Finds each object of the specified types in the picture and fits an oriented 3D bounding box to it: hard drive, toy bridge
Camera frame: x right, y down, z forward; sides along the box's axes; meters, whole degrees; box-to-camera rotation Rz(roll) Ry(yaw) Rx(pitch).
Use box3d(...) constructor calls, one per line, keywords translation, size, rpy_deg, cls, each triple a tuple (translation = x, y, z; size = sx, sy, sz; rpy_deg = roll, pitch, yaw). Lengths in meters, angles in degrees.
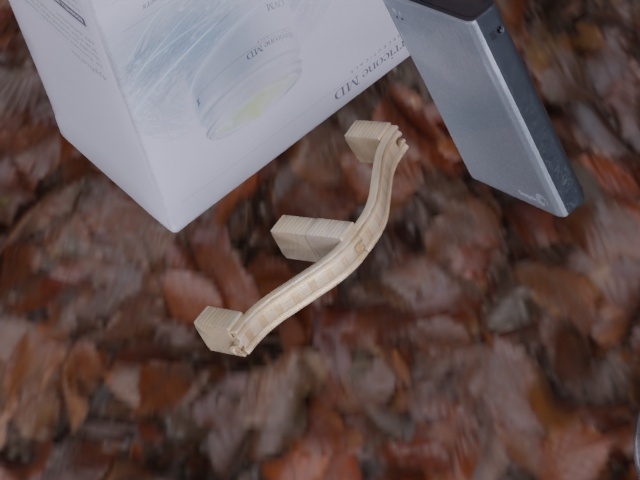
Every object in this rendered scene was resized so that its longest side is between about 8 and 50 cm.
box3d(translation=(0.090, -0.080, 1.090), size=(0.022, 0.094, 0.135), rpy_deg=(-39, 122, -15), cls="hard drive")
box3d(translation=(0.000, 0.000, 1.175), size=(0.063, 0.188, 0.026), rpy_deg=(7, 138, 41), cls="toy bridge")

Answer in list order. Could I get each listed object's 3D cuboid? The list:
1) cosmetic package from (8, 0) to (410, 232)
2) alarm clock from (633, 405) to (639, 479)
box3d(translation=(-0.067, -0.167, 1.225), size=(0.224, 0.138, 0.225), rpy_deg=(-38, 146, -17), cls="cosmetic package")
box3d(translation=(0.210, 0.072, 0.851), size=(0.129, 0.192, 0.064), rpy_deg=(2, 150, 36), cls="alarm clock")
